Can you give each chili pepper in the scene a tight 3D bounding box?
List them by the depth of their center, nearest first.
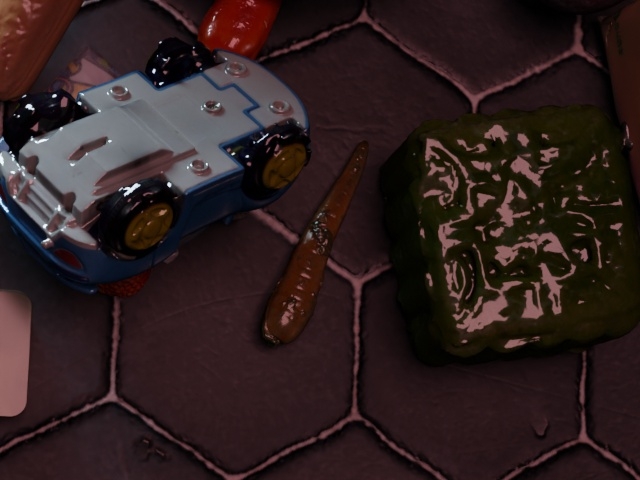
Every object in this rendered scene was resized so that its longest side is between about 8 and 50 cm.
[{"bbox_3d":[-0.076,-0.255,1.895,0.071,0.063,0.272,15,69,13],"label":"chili pepper"}]

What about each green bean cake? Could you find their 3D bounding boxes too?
[{"bbox_3d":[0.201,-0.004,1.870,0.247,0.156,0.250,-6,79,-16],"label":"green bean cake"}]

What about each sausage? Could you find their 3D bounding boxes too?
[{"bbox_3d":[-0.265,-0.268,1.789,0.086,0.086,0.289,29,94,-8],"label":"sausage"}]

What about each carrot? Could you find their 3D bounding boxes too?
[{"bbox_3d":[0.000,0.000,1.873,0.049,0.049,0.254,28,67,-9],"label":"carrot"}]

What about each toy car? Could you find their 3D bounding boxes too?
[{"bbox_3d":[-0.151,-0.065,1.718,0.314,0.166,0.198,-27,55,-34],"label":"toy car"}]

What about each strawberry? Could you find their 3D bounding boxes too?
[{"bbox_3d":[-0.198,0.021,1.787,0.073,0.083,0.073,1,86,-18],"label":"strawberry"}]

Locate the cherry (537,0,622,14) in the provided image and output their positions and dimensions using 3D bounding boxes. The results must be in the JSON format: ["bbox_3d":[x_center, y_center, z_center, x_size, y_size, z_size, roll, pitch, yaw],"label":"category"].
[{"bbox_3d":[0.285,-0.323,1.973,0.176,0.176,0.140,8,116,-14],"label":"cherry"}]

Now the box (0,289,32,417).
[{"bbox_3d":[-0.328,0.110,1.753,0.091,0.031,0.126,4,76,-15],"label":"box"}]

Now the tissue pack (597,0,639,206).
[{"bbox_3d":[0.417,-0.155,1.943,0.123,0.215,0.256,-8,80,-28],"label":"tissue pack"}]

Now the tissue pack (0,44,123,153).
[{"bbox_3d":[-0.241,-0.100,1.809,0.115,0.065,0.155,41,69,-3],"label":"tissue pack"}]

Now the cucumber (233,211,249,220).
[{"bbox_3d":[-0.123,-0.052,1.835,0.112,0.064,0.064,2,77,-12],"label":"cucumber"}]
